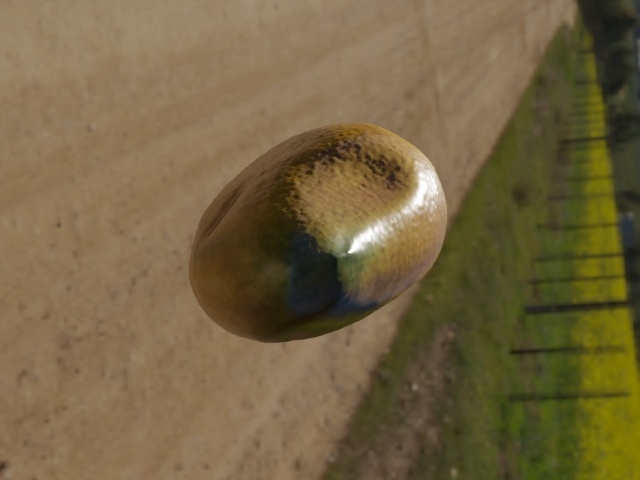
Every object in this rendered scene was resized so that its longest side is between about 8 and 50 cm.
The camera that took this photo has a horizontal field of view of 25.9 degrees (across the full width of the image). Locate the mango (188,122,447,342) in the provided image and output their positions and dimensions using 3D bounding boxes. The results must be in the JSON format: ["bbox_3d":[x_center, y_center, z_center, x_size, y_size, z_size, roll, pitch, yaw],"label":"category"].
[{"bbox_3d":[-0.005,0.001,0.640,0.165,0.115,0.089,-40,111,-51],"label":"mango"}]
